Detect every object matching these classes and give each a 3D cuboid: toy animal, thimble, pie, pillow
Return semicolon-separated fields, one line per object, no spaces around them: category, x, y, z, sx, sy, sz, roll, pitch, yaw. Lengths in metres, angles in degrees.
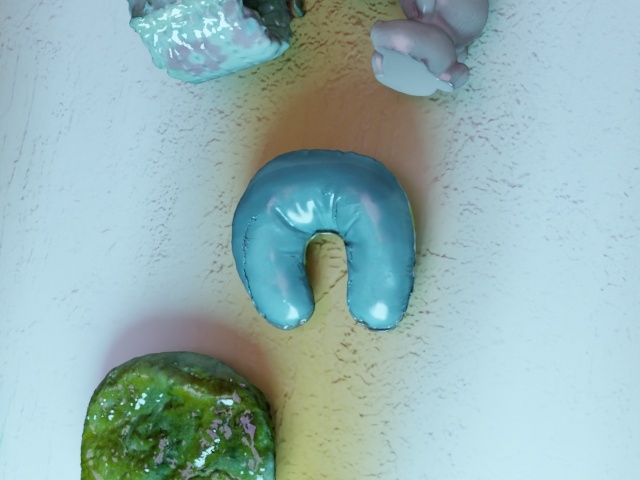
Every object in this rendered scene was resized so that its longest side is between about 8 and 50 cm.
toy animal;0.143;-0.265;1.358;0.124;0.124;0.212;27;73;23
thimble;-0.133;-0.283;1.412;0.149;0.211;0.185;-17;104;17
pie;-0.174;0.265;1.428;0.277;0.078;0.277;-4;81;24
pillow;0.000;0.000;1.388;0.233;0.086;0.214;-3;87;24

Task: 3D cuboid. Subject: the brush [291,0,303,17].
brush;-0.038;-0.361;1.477;0.030;0.033;0.178;-15;78;6
